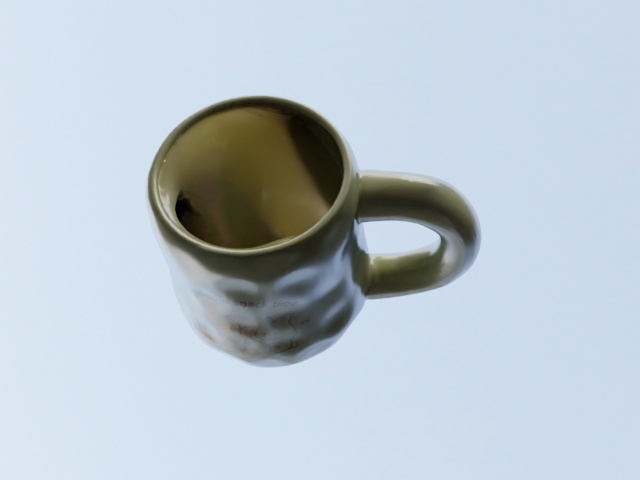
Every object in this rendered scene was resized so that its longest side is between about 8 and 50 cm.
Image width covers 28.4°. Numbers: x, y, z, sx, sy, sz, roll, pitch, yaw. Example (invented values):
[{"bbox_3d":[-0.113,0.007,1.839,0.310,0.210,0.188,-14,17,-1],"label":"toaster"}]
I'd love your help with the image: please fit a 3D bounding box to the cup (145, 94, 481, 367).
[{"bbox_3d":[-0.009,-0.015,1.074,0.255,0.202,0.173,-20,-121,-7],"label":"cup"}]
